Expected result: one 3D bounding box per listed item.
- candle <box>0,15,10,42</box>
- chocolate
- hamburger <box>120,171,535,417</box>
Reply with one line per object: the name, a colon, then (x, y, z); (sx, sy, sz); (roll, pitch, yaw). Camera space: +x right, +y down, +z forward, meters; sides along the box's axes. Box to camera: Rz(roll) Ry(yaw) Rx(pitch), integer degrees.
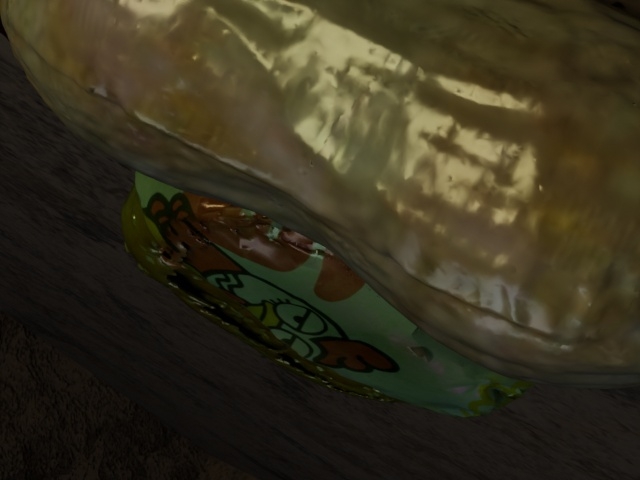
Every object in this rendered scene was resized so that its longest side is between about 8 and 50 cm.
candle: (-0.204, -0.173, 0.837); (0.084, 0.059, 0.302); (3, 152, 46)
chocolate: (0.024, -0.043, 0.658); (0.309, 0.134, 0.134); (27, 168, 15)
hamburger: (-0.002, -0.001, 0.897); (0.235, 0.125, 0.214); (0, 141, 41)
